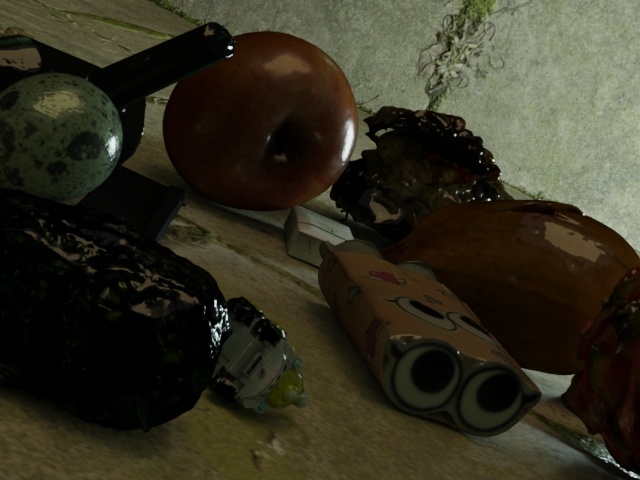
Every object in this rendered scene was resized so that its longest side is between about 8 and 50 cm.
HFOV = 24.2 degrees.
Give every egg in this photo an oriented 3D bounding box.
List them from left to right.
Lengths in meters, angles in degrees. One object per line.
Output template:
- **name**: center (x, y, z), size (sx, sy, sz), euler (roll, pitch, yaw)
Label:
- **egg**: center (-0.278, -0.104, 1.519), size (0.132, 0.132, 0.172), euler (30, 23, 23)

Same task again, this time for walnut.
- **walnut**: center (0.224, 0.047, 1.759), size (0.336, 0.209, 0.209), euler (11, 10, 5)

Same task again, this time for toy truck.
- **toy truck**: center (-0.053, 0.102, 1.225), size (0.111, 0.076, 0.077), euler (38, -3, 46)

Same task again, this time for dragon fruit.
- **dragon fruit**: center (0.391, 0.151, 1.511), size (0.314, 0.296, 0.263), euler (-21, 8, -32)

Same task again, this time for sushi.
- **sushi**: center (-0.175, 0.046, 1.052), size (0.225, 0.124, 0.127), euler (26, 11, 2)
- **sushi**: center (0.146, -0.090, 2.164), size (0.238, 0.218, 0.225), euler (14, 19, -42)

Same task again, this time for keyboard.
- **keyboard**: center (-0.207, -0.039, 1.666), size (0.101, 0.018, 0.310), euler (23, 11, -4)

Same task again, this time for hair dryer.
- **hair dryer**: center (-0.244, -0.191, 1.622), size (0.302, 0.116, 0.244), euler (-20, -25, 33)

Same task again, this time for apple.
- **apple**: center (-0.082, -0.155, 1.931), size (0.253, 0.253, 0.253), euler (24, 11, -5)

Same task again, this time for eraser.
- **eraser**: center (0.096, 0.093, 1.529), size (0.171, 0.087, 0.290), euler (23, 12, -19)

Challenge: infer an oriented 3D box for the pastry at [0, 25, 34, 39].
- **pastry**: center (-0.449, -0.216, 1.699), size (0.258, 0.121, 0.089), euler (13, -7, -37)

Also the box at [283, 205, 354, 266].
- **box**: center (0.000, 0.000, 1.888), size (0.084, 0.040, 0.154), euler (25, 11, -9)

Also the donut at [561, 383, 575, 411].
- **donut**: center (0.329, 0.187, 1.725), size (0.097, 0.043, 0.108), euler (23, 7, -15)
